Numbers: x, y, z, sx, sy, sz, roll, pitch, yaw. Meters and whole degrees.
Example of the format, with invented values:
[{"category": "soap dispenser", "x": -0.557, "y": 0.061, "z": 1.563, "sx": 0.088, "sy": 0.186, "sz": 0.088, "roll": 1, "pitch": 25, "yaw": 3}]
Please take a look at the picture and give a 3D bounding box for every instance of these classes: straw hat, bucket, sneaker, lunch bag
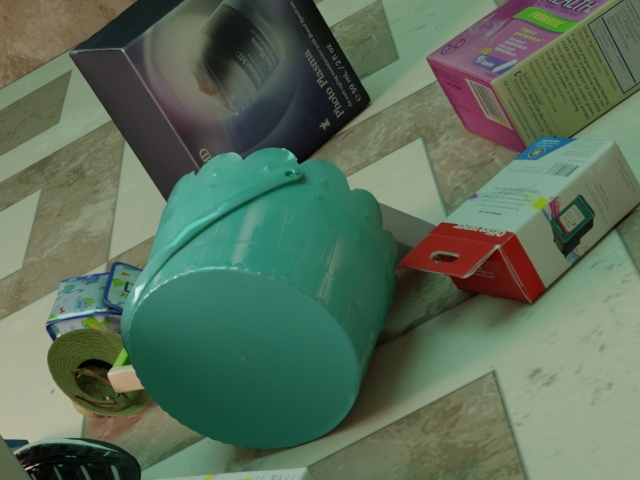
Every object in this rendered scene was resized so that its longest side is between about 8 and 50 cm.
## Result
[{"category": "straw hat", "x": -0.267, "y": 0.176, "z": 2.097, "sx": 0.144, "sy": 0.144, "sz": 0.061, "roll": -65, "pitch": -1, "yaw": -54}, {"category": "bucket", "x": -0.062, "y": 0.066, "z": 1.807, "sx": 0.281, "sy": 0.281, "sz": 0.183, "roll": -20, "pitch": 29, "yaw": 27}, {"category": "sneaker", "x": -0.307, "y": 0.259, "z": 1.940, "sx": 0.271, "sy": 0.100, "sz": 0.108, "roll": -13, "pitch": 11, "yaw": 31}, {"category": "lunch bag", "x": -0.263, "y": 0.094, "z": 2.247, "sx": 0.151, "sy": 0.096, "sz": 0.129, "roll": -9, "pitch": 25, "yaw": 6}]

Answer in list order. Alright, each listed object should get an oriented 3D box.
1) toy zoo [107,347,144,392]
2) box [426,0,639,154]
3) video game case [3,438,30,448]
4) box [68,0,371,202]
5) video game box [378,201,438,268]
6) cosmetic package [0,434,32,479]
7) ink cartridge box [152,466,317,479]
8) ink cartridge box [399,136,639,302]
[{"category": "toy zoo", "x": -0.121, "y": 0.074, "z": 2.131, "sx": 0.192, "sy": 0.030, "sz": 0.293, "roll": -11, "pitch": 28, "yaw": 23}, {"category": "box", "x": 0.288, "y": -0.229, "z": 2.161, "sx": 0.243, "sy": 0.117, "sz": 0.213, "roll": -34, "pitch": 22, "yaw": -7}, {"category": "video game case", "x": -0.427, "y": 0.283, "z": 2.080, "sx": 0.166, "sy": 0.015, "sz": 0.119, "roll": -32, "pitch": -8, "yaw": 0}, {"category": "box", "x": -0.137, "y": -0.229, "z": 2.488, "sx": 0.294, "sy": 0.296, "sz": 0.182, "roll": -42, "pitch": 24, "yaw": -22}, {"category": "video game box", "x": 0.000, "y": 0.000, "z": 1.971, "sx": 0.187, "sy": 0.205, "sz": 0.048, "roll": -18, "pitch": 66, "yaw": 33}, {"category": "cosmetic package", "x": -0.367, "y": 0.250, "z": 1.763, "sx": 0.129, "sy": 0.296, "sz": 0.153, "roll": -37, "pitch": 21, "yaw": -18}, {"category": "ink cartridge box", "x": -0.100, "y": 0.293, "z": 1.597, "sx": 0.212, "sy": 0.093, "sz": 0.154, "roll": -12, "pitch": 30, "yaw": 44}, {"category": "ink cartridge box", "x": 0.210, "y": -0.011, "z": 1.851, "sx": 0.231, "sy": 0.078, "sz": 0.134, "roll": -40, "pitch": 23, "yaw": -20}]
